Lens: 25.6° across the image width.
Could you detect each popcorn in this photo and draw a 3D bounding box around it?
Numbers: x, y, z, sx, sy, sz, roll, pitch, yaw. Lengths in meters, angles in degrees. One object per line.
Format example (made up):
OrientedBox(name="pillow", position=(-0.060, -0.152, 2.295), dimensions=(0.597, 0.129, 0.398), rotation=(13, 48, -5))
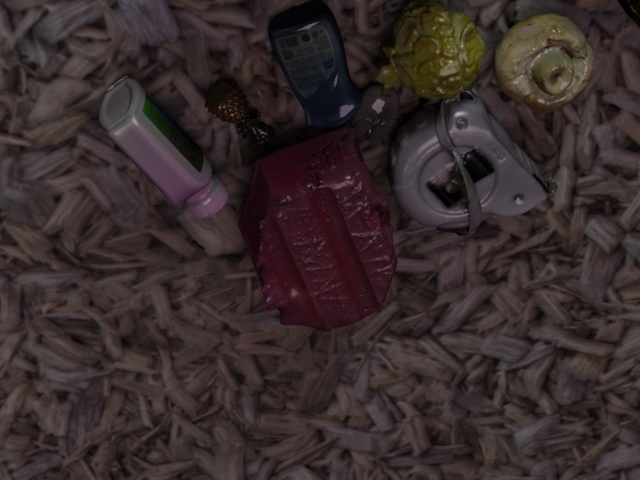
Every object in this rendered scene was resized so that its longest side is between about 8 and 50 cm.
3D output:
OrientedBox(name="popcorn", position=(0.154, -0.259, 1.937), dimensions=(0.162, 0.135, 0.141), rotation=(-9, 132, -7))

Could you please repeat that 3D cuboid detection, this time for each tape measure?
OrientedBox(name="tape measure", position=(0.198, -0.106, 2.060), dimensions=(0.197, 0.120, 0.236), rotation=(-37, 118, 17))

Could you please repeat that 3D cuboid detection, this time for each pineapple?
OrientedBox(name="pineapple", position=(-0.109, -0.177, 1.999), dimensions=(0.058, 0.058, 0.124), rotation=(-37, 136, 15))

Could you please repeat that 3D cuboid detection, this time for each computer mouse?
OrientedBox(name="computer mouse", position=(0.078, -0.180, 2.031), dimensions=(0.066, 0.039, 0.096), rotation=(14, 121, -19))

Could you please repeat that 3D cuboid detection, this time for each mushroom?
OrientedBox(name="mushroom", position=(0.315, -0.251, 1.985), dimensions=(0.148, 0.112, 0.148), rotation=(-11, 129, -14))

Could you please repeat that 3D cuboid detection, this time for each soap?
OrientedBox(name="soap", position=(0.000, 0.000, 2.065), dimensions=(0.220, 0.127, 0.325), rotation=(-18, 135, 2))

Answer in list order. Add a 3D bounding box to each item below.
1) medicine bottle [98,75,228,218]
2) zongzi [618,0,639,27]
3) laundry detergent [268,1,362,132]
OrientedBox(name="medicine bottle", position=(-0.215, -0.120, 1.969), dimensions=(0.078, 0.115, 0.219), rotation=(-34, 124, 11))
OrientedBox(name="zongzi", position=(0.483, -0.441, 1.848), dimensions=(0.288, 0.134, 0.286), rotation=(-31, 119, 19))
OrientedBox(name="laundry detergent", position=(0.000, -0.228, 1.971), dimensions=(0.096, 0.061, 0.206), rotation=(-20, 125, 2))
